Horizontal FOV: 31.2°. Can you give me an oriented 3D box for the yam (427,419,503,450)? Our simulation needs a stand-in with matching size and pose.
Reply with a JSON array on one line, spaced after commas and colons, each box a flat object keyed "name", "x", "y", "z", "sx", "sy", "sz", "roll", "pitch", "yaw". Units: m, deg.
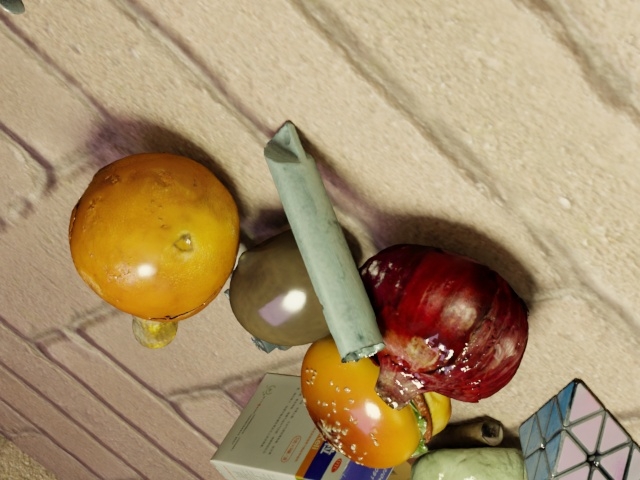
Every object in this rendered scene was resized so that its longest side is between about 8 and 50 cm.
[{"name": "yam", "x": 0.184, "y": 0.332, "z": 1.903, "sx": 0.327, "sy": 0.045, "sz": 0.045, "roll": -24, "pitch": 89, "yaw": 57}]

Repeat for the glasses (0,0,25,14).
[{"name": "glasses", "x": -0.303, "y": -0.372, "z": 1.265, "sx": 0.268, "sy": 0.118, "sz": 0.234, "roll": 5, "pitch": 138, "yaw": 38}]

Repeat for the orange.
[{"name": "orange", "x": -0.230, "y": -0.007, "z": 1.608, "sx": 0.240, "sy": 0.240, "sz": 0.240, "roll": 23, "pitch": 148, "yaw": 15}]

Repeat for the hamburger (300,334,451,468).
[{"name": "hamburger", "x": 0.064, "y": 0.223, "z": 1.682, "sx": 0.246, "sy": 0.170, "sz": 0.246, "roll": 42, "pitch": 156, "yaw": 24}]

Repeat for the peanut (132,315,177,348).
[{"name": "peanut", "x": -0.291, "y": 0.121, "z": 1.989, "sx": 0.087, "sy": 0.087, "sz": 0.206, "roll": 26, "pitch": 150, "yaw": 10}]

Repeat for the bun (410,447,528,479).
[{"name": "bun", "x": 0.243, "y": 0.394, "z": 1.808, "sx": 0.204, "sy": 0.126, "sz": 0.212, "roll": 1, "pitch": 166, "yaw": 7}]

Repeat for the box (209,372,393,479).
[{"name": "box", "x": -0.014, "y": 0.342, "z": 1.941, "sx": 0.300, "sy": 0.200, "sz": 0.106, "roll": -1, "pitch": 135, "yaw": 43}]

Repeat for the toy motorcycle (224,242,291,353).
[{"name": "toy motorcycle", "x": -0.086, "y": 0.087, "z": 1.753, "sx": 0.150, "sy": 0.102, "sz": 0.221, "roll": 32, "pitch": 154, "yaw": 45}]

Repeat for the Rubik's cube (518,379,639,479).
[{"name": "Rubik's cube", "x": 0.335, "y": 0.309, "z": 1.608, "sx": 0.211, "sy": 0.178, "sz": 0.190, "roll": 10, "pitch": 140, "yaw": 31}]

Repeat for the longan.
[{"name": "longan", "x": -0.035, "y": 0.063, "z": 1.591, "sx": 0.189, "sy": 0.189, "sz": 0.189, "roll": 23, "pitch": 148, "yaw": 15}]

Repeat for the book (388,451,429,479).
[{"name": "book", "x": 0.238, "y": 0.510, "z": 2.119, "sx": 0.389, "sy": 0.032, "sz": 0.269, "roll": 43, "pitch": 147, "yaw": -19}]

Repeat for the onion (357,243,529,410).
[{"name": "onion", "x": 0.143, "y": 0.119, "z": 1.464, "sx": 0.252, "sy": 0.219, "sz": 0.252, "roll": 31, "pitch": 157, "yaw": 14}]

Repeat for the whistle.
[{"name": "whistle", "x": 0.000, "y": 0.000, "z": 1.430, "sx": 0.312, "sy": 0.062, "sz": 0.062, "roll": 69, "pitch": 153, "yaw": 16}]
